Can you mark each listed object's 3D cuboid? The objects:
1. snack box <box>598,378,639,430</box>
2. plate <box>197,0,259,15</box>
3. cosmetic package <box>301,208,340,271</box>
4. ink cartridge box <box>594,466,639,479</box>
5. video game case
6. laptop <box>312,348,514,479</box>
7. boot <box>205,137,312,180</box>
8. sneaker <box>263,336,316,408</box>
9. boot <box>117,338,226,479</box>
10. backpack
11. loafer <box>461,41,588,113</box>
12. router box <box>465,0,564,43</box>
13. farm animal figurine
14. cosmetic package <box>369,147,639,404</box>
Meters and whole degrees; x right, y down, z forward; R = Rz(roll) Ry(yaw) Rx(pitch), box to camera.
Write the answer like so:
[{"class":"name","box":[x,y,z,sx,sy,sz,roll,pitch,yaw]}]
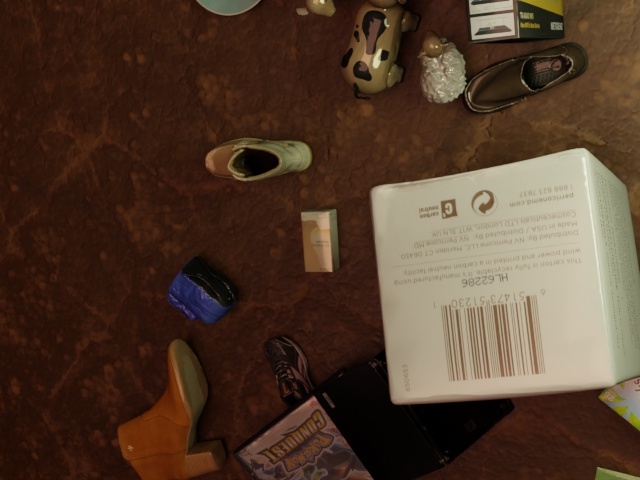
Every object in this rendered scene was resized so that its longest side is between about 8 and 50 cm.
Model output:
[{"class":"snack box","box":[0.601,0.258,1.726,0.207,0.070,0.174,40,111,12]},{"class":"plate","box":[-0.167,-0.512,1.916,0.188,0.024,0.188,4,100,21]},{"class":"cosmetic package","box":[0.000,0.000,1.935,0.060,0.041,0.115,-2,99,22]},{"class":"ink cartridge box","box":[0.517,0.516,1.813,0.108,0.062,0.209,11,103,20]},{"class":"video game case","box":[0.017,0.414,1.953,0.275,0.035,0.248,-39,97,11]},{"class":"laptop","box":[0.168,0.289,1.885,0.264,0.136,0.234,-36,93,-17]},{"class":"boot","box":[-0.140,-0.146,1.895,0.213,0.165,0.077,-1,99,20]},{"class":"sneaker","box":[-0.056,0.267,1.988,0.072,0.077,0.178,-34,86,23]},{"class":"boot","box":[-0.326,0.355,2.100,0.211,0.104,0.295,-13,99,23]},{"class":"backpack","box":[-0.229,0.105,2.021,0.120,0.098,0.101,37,121,-2]},{"class":"loafer","box":[0.333,-0.274,1.729,0.220,0.078,0.080,-23,91,24]},{"class":"router box","box":[0.298,-0.427,1.590,0.081,0.309,0.243,-2,100,25]},{"class":"farm animal figurine","box":[0.083,-0.396,1.756,0.330,0.172,0.327,4,101,21]},{"class":"cosmetic package","box":[0.305,0.070,1.601,0.329,0.393,0.328,-9,82,23]}]
